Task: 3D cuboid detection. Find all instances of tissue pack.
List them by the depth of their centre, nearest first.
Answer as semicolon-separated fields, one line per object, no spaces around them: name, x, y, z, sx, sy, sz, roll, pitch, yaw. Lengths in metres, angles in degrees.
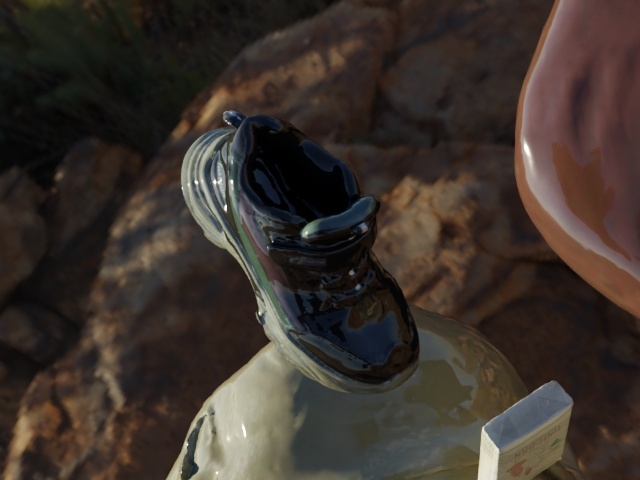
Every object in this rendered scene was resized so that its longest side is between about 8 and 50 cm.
tissue pack;0.123;0.123;0.847;0.056;0.108;0.023;-30;65;-11

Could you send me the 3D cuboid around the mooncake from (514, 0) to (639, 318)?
mooncake;0.272;-0.076;0.792;0.325;0.174;0.334;-25;70;22

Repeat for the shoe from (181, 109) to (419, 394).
shoe;0.000;0.000;0.708;0.071;0.169;0.099;-36;-3;-27

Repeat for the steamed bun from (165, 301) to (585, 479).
steamed bun;0.041;0.227;1.046;0.324;0.310;0.219;-38;29;14
